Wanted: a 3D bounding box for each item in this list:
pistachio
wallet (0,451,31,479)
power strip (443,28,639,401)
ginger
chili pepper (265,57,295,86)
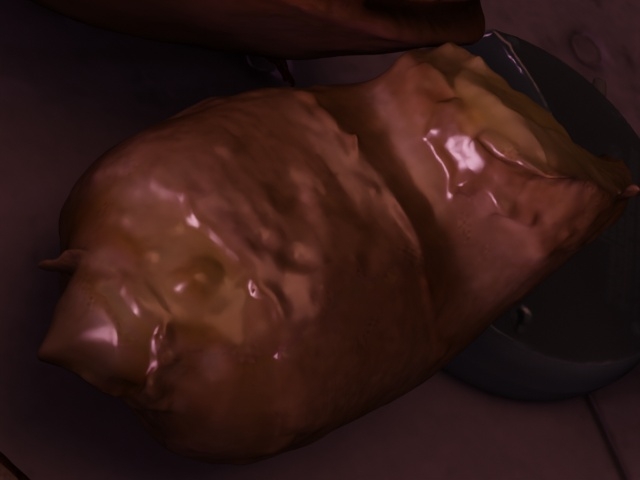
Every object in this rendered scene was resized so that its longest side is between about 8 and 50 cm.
[{"bbox_3d":[-0.045,-0.149,0.795,0.260,0.163,0.213,25,31,6],"label":"pistachio"},{"bbox_3d":[-0.137,0.129,0.560,0.335,0.068,0.275,49,33,-19],"label":"wallet"},{"bbox_3d":[0.111,-0.014,0.922,0.137,0.044,0.216,28,48,-18],"label":"power strip"},{"bbox_3d":[0.000,0.000,0.761,0.267,0.152,0.138,-27,75,-25],"label":"ginger"},{"bbox_3d":[-0.054,-0.149,0.905,0.045,0.027,0.178,-14,71,-43],"label":"chili pepper"}]
